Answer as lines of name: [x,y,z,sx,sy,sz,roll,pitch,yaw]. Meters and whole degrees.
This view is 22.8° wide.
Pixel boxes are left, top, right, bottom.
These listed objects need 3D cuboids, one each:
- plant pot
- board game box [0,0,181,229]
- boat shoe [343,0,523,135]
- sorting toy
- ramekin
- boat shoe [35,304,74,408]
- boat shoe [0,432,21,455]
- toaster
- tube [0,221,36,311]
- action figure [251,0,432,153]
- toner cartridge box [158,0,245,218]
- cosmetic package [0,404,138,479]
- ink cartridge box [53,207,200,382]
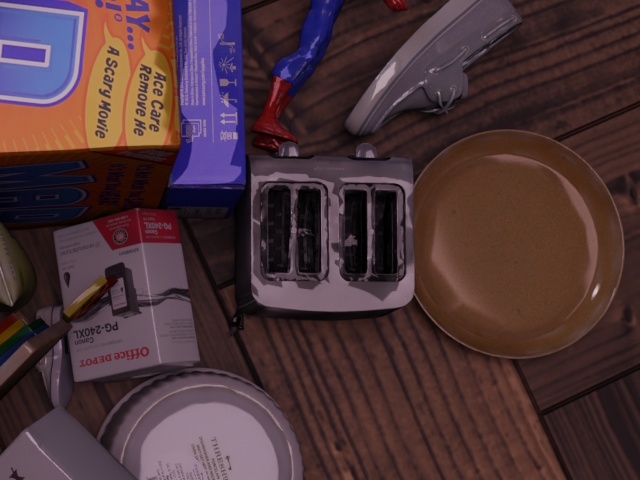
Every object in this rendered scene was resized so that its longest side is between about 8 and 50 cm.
plant pot: [0.193,0.005,1.622,0.236,0.032,0.236,2,80,-10]
board game box: [-0.323,-0.209,1.396,0.356,0.356,0.356,-3,82,-10]
boat shoe: [0.120,-0.174,1.614,0.081,0.079,0.227,44,73,3]
sorting toy: [-0.292,0.111,1.423,0.274,0.132,0.046,-44,91,9]
ramekin: [-0.111,0.219,1.493,0.207,0.109,0.207,2,81,-10]
boat shoe: [-0.260,0.112,1.525,0.035,0.035,0.100,-5,85,17]
boat shoe: [-0.234,0.327,1.454,0.091,0.109,0.305,-28,86,13]
toaster: [0.000,0.000,1.544,0.168,0.110,0.185,1,84,-10]
tube: [-0.286,0.026,1.425,0.070,0.240,0.062,30,79,-3]
action figure: [0.036,-0.213,1.600,0.139,0.091,0.280,16,79,1]
toner cartridge box: [-0.120,-0.204,1.532,0.075,0.165,0.347,0,80,-10]
cosmetic package: [-0.254,0.373,1.362,0.284,0.097,0.377,44,104,0]
ink cartridge box: [-0.184,0.054,1.504,0.109,0.063,0.150,-14,81,31]
